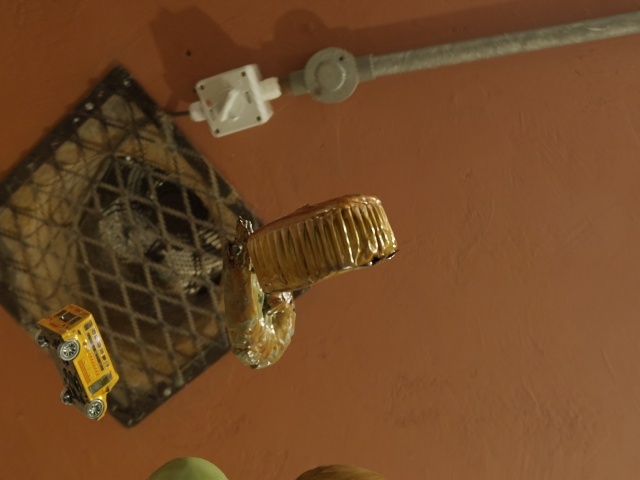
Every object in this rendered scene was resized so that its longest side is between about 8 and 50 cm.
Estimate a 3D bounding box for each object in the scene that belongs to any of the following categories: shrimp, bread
[{"bbox_3d":[-0.111,0.090,1.405,0.062,0.154,0.295,19,-54,43],"label":"shrimp"},{"bbox_3d":[0.000,0.000,1.070,0.199,0.199,0.104,-18,-90,14],"label":"bread"}]

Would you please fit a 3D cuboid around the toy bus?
[{"bbox_3d":[-0.339,0.175,1.126,0.069,0.074,0.162,16,-50,38],"label":"toy bus"}]

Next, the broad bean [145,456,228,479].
[{"bbox_3d":[-0.116,0.242,0.581,0.174,0.082,0.124,-53,-129,37],"label":"broad bean"}]

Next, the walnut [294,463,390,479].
[{"bbox_3d":[0.005,0.313,0.761,0.167,0.167,0.207,43,-100,-6],"label":"walnut"}]
